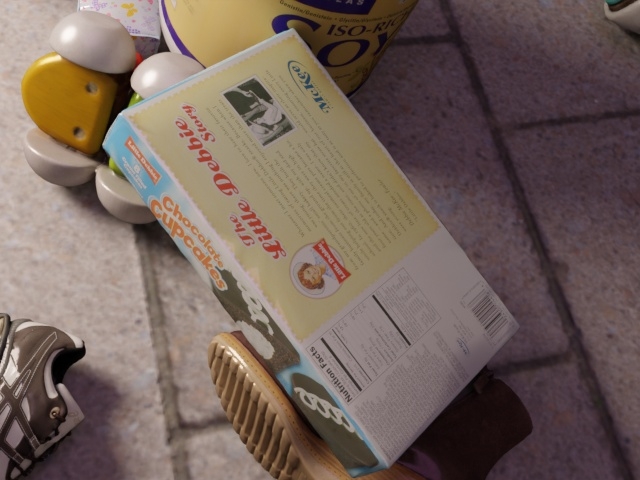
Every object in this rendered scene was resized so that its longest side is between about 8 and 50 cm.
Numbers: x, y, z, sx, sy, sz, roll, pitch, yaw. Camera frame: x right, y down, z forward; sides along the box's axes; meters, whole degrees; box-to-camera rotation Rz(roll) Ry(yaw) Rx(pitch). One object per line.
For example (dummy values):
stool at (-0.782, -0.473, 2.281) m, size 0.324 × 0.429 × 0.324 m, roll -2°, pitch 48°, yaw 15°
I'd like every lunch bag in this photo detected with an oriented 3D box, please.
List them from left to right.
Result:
lunch bag at (-0.209, -0.228, 0.841) m, size 0.083 × 0.053 × 0.071 m, roll 4°, pitch 64°, yaw -22°

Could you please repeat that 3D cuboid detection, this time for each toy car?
toy car at (-0.176, -0.118, 0.757) m, size 0.182 × 0.159 × 0.136 m, roll 27°, pitch 25°, yaw 3°

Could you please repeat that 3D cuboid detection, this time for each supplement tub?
supplement tub at (-0.005, -0.288, 0.741) m, size 0.240 × 0.331 × 0.241 m, roll 9°, pitch 63°, yaw -18°

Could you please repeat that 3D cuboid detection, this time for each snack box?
snack box at (0.000, 0.000, 0.650) m, size 0.187 × 0.060 × 0.322 m, roll -36°, pitch 88°, yaw -36°

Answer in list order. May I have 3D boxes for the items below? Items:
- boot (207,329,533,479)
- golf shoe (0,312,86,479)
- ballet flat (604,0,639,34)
boot at (0.045, 0.137, 0.711) m, size 0.248 × 0.090 × 0.206 m, roll 46°, pitch 52°, yaw 13°
golf shoe at (-0.235, 0.152, 0.630) m, size 0.093 × 0.077 × 0.198 m, roll 7°, pitch 64°, yaw -9°
ballet flat at (0.473, -0.400, 1.047) m, size 0.139 × 0.139 × 0.400 m, roll 26°, pitch 65°, yaw 2°
